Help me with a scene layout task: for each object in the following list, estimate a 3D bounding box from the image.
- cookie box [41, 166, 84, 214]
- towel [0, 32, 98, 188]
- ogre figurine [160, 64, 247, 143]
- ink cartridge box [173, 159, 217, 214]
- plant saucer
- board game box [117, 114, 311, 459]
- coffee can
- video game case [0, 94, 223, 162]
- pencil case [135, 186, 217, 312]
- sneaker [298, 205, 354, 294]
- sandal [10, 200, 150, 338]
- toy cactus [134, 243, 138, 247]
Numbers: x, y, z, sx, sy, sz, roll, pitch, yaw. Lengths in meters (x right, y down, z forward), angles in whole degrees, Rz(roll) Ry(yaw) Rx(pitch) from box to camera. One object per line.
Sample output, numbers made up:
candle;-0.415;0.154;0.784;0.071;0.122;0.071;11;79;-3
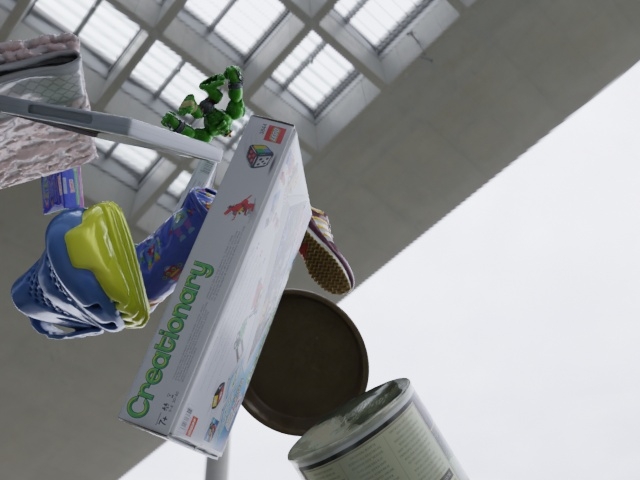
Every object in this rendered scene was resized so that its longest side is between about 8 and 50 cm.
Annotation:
cookie box;-0.495;-0.098;1.249;0.040;0.092;0.107;-4;-1;-42
towel;-0.467;-0.138;0.861;0.331;0.054;0.317;-18;-12;-22
ogre figurine;-0.237;-0.282;1.422;0.096;0.197;0.118;20;-24;38
ink cartridge box;-0.304;-0.081;1.573;0.045;0.206;0.208;20;-33;-5
plant saucer;-0.043;0.223;1.207;0.277;0.041;0.278;2;-83;16
board game box;-0.086;0.055;0.658;0.053;0.306;0.193;16;-22;10
coffee can;0.109;0.358;0.889;0.201;0.201;0.275;-32;-93;21
video game case;-0.257;-0.140;0.831;0.193;0.212;0.023;13;-87;20
pencil case;-0.298;0.018;1.314;0.306;0.133;0.119;-41;-38;20
sneaker;0.000;0.000;1.048;0.069;0.084;0.185;-32;-80;40
sandal;-0.255;0.050;0.686;0.138;0.126;0.317;-11;-13;-17
toy cactus;-0.456;0.088;1.594;0.218;0.112;0.181;9;-51;-17
